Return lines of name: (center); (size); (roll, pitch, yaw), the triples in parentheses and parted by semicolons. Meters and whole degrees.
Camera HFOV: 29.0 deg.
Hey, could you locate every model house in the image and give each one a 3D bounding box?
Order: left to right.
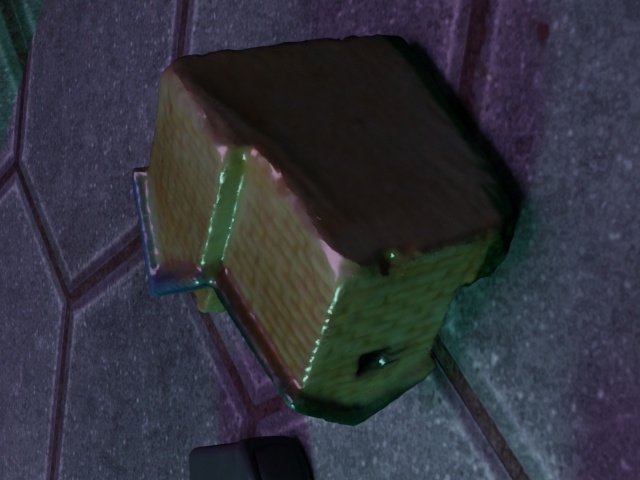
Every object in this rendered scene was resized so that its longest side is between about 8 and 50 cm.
model house: (0.000, 0.000, 1.483); (0.382, 0.334, 0.343); (56, 144, 35)

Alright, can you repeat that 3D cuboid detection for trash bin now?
trash bin: (-0.105, 0.375, 1.804); (0.236, 0.101, 0.177); (-16, 77, 59)
